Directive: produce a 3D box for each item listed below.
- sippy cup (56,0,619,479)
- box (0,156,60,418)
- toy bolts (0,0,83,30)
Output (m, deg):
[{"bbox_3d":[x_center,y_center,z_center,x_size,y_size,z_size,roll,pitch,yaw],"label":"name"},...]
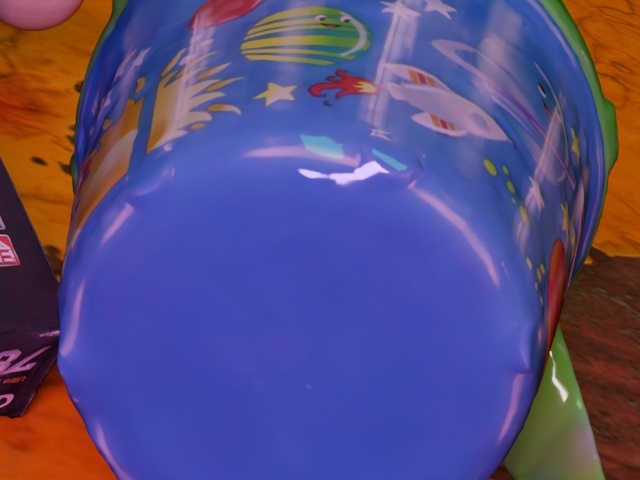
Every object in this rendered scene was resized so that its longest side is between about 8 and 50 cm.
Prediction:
[{"bbox_3d":[0.000,0.000,0.735,0.305,0.240,0.224,18,23,-2],"label":"sippy cup"},{"bbox_3d":[-0.278,-0.054,0.737,0.293,0.073,0.295,-2,53,-43],"label":"box"},{"bbox_3d":[-0.207,-0.199,1.017,0.158,0.218,0.228,-1,39,-14],"label":"toy bolts"}]
